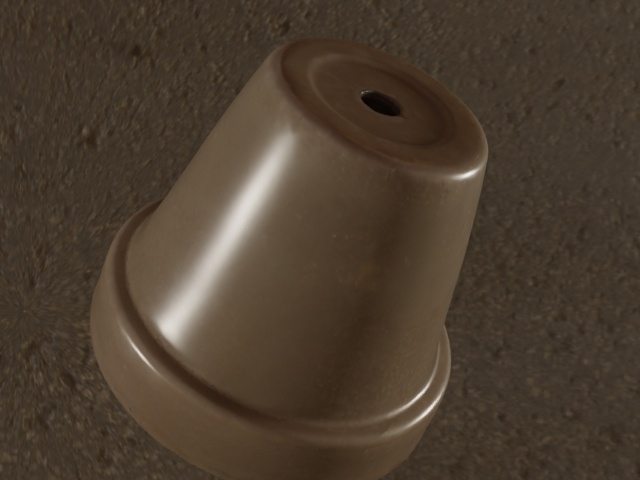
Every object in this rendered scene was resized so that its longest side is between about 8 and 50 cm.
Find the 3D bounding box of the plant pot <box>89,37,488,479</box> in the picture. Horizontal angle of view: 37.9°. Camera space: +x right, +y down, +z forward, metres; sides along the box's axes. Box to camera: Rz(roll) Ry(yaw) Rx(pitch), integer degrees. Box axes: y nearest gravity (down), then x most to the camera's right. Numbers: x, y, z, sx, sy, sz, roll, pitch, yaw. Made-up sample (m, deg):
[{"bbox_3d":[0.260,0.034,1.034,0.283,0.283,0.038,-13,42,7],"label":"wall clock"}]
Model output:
[{"bbox_3d":[0.000,0.000,0.629,0.263,0.263,0.229,18,126,-13],"label":"plant pot"}]
